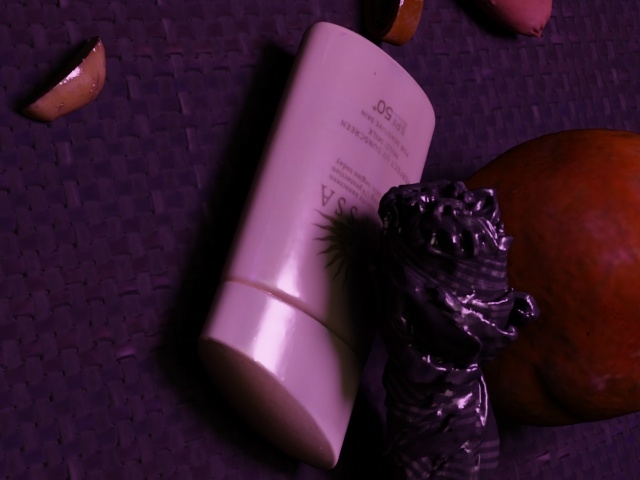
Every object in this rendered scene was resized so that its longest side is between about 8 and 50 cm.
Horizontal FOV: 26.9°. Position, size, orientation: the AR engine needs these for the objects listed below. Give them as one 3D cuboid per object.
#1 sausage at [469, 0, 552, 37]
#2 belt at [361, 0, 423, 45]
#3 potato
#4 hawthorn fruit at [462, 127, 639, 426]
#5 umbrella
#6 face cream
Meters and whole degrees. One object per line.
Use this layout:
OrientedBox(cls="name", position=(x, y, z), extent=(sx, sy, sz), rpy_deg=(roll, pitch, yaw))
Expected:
OrientedBox(cls="sausage", position=(0.095, -0.347, 1.286), extent=(0.433, 0.088, 0.088), rpy_deg=(42, 56, -26))
OrientedBox(cls="belt", position=(0.070, -0.225, 1.253), extent=(0.036, 0.059, 0.083), rpy_deg=(12, 72, -38))
OrientedBox(cls="potato", position=(-0.185, -0.118, 1.025), extent=(0.036, 0.037, 0.093), rpy_deg=(54, 51, -24))
OrientedBox(cls="hawthorn fruit", position=(0.248, 0.026, 1.194), extent=(0.268, 0.301, 0.267), rpy_deg=(18, 64, -42))
OrientedBox(cls="umbrella", position=(0.108, 0.119, 1.090), extent=(0.128, 0.154, 0.336), rpy_deg=(-9, 104, -22))
OrientedBox(cls="face cream", position=(0.000, 0.000, 1.126), extent=(0.173, 0.081, 0.348), rpy_deg=(40, 57, -38))
